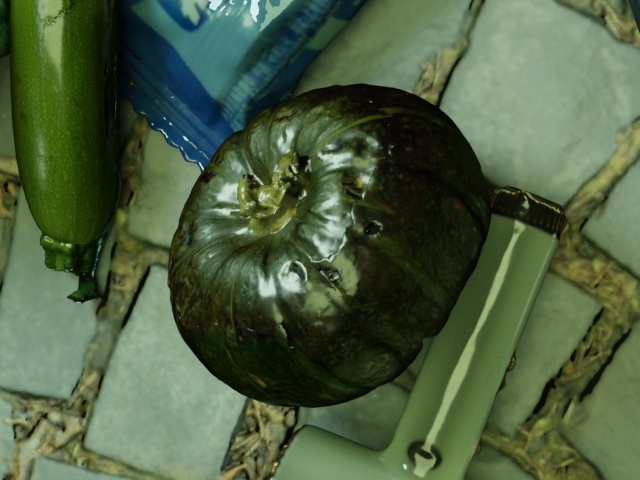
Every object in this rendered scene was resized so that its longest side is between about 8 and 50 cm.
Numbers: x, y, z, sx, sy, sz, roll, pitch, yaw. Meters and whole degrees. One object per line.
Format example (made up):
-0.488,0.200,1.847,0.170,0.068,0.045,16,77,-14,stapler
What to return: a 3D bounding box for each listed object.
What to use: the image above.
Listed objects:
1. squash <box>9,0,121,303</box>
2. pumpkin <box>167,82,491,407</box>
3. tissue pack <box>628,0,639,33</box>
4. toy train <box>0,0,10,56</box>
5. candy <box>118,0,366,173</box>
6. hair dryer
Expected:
-0.187,-0.111,1.140,0.087,0.087,0.332,5,107,12,squash
-0.001,-0.002,1.047,0.238,0.238,0.159,-34,127,12,pumpkin
0.276,-0.081,0.947,0.124,0.288,0.394,-18,89,12,tissue pack
-0.364,-0.148,1.129,0.266,0.202,0.145,-2,93,12,toy train
-0.029,-0.204,1.118,0.187,0.077,0.331,47,106,14,candy
0.096,0.114,1.096,0.203,0.128,0.362,22,90,11,hair dryer
